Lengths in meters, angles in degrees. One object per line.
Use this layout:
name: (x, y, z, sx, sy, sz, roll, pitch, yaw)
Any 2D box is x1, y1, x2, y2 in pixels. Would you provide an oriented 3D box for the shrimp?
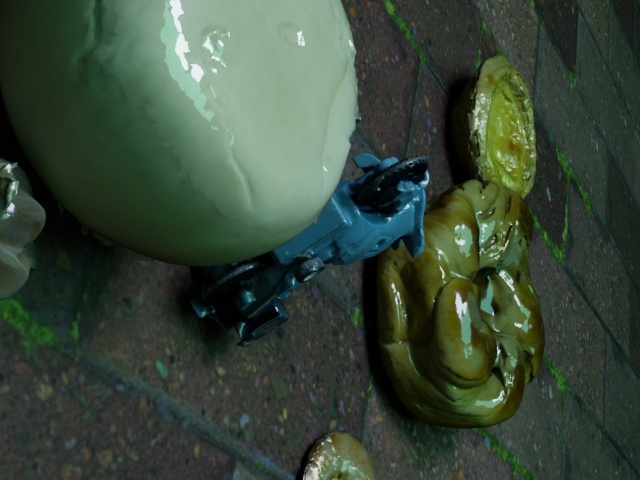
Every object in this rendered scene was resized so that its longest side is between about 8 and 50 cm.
shrimp: (0.023, 0.335, 1.113, 0.133, 0.053, 0.236, 29, 55, -55)

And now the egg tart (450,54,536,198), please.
egg tart: (0.292, -0.177, 1.655, 0.279, 0.095, 0.279, 6, 83, -57)

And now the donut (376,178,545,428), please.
donut: (0.206, 0.084, 1.372, 0.360, 0.170, 0.360, 18, 69, -58)

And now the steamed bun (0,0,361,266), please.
steamed bun: (-0.130, -0.153, 0.815, 0.312, 0.233, 0.334, 59, 34, -30)

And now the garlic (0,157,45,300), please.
garlic: (-0.254, -0.014, 0.708, 0.194, 0.127, 0.131, 31, 72, -83)

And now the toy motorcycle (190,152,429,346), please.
toy motorcycle: (0.000, 0.000, 0.980, 0.124, 0.272, 0.182, 60, 10, 13)
